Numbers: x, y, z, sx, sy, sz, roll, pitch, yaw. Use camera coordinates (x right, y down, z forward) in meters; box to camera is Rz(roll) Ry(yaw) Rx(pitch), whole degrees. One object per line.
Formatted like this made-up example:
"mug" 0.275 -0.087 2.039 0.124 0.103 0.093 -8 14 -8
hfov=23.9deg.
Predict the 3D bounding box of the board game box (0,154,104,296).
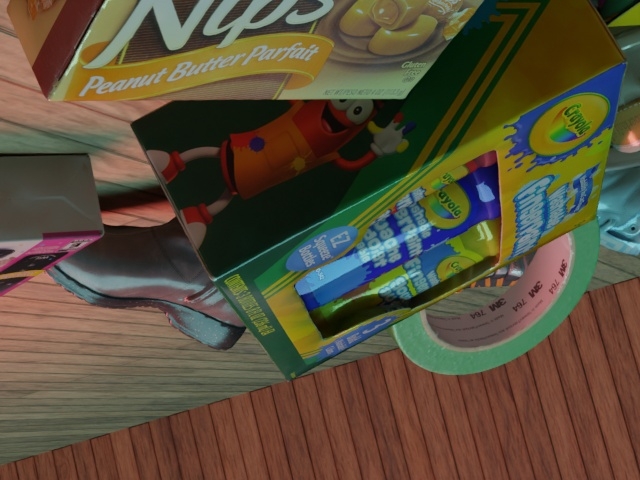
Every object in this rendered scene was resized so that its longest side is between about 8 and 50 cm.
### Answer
"board game box" -0.402 0.005 1.574 0.224 0.097 0.303 -3 165 -42

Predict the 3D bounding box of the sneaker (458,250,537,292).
"sneaker" 0.281 0.030 2.518 0.321 0.125 0.180 4 166 -25

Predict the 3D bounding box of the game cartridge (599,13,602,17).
"game cartridge" 0.403 -0.223 1.555 0.294 0.060 0.196 -7 163 -30

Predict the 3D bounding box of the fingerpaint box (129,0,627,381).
"fingerpaint box" 0.070 -0.055 1.386 0.371 0.163 0.445 -28 163 -2

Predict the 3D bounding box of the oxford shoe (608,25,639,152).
"oxford shoe" 0.423 -0.150 1.488 0.449 0.130 0.169 -7 165 -37

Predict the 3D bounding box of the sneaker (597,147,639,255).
"sneaker" 0.400 -0.046 2.157 0.366 0.150 0.135 -13 168 -3

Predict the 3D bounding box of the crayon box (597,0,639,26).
"crayon box" 0.428 -0.282 1.151 0.313 0.106 0.363 -9 168 -25

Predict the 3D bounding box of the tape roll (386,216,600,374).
"tape roll" 0.222 0.033 2.040 0.321 0.077 0.321 -15 130 -19

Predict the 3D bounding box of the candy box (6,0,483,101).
"candy box" -0.028 -0.182 1.017 0.316 0.087 0.183 -4 145 -39

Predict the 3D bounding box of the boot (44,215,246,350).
"boot" -0.158 -0.016 1.741 0.338 0.118 0.223 22 122 -39
